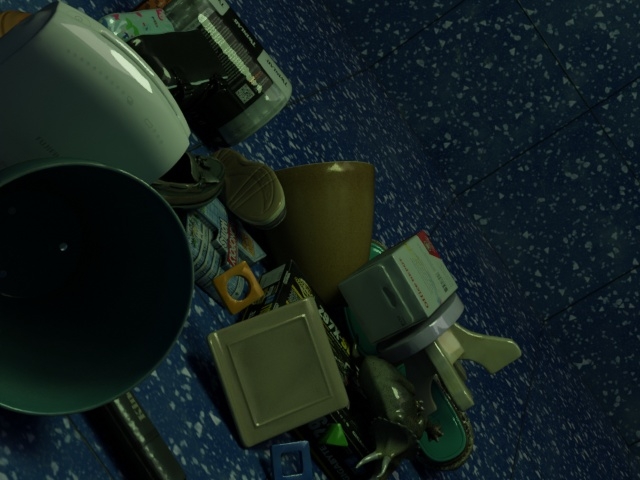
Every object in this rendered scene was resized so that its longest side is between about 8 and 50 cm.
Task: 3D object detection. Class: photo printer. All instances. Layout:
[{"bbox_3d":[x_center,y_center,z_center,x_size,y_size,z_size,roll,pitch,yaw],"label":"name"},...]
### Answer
[{"bbox_3d":[-0.334,-0.129,1.446,0.256,0.307,0.107,46,21,-29],"label":"photo printer"}]

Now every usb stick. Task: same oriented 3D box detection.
[{"bbox_3d":[-0.260,0.206,1.484,0.278,0.045,0.077,57,20,2],"label":"usb stick"}]

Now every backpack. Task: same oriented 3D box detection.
[{"bbox_3d":[-0.299,-0.222,1.765,0.191,0.253,0.225,53,30,5],"label":"backpack"}]

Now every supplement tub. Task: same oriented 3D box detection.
[{"bbox_3d":[-0.217,-0.350,2.254,0.316,0.194,0.193,51,20,-18],"label":"supplement tub"}]

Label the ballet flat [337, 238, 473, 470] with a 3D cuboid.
[{"bbox_3d":[0.156,0.232,2.330,0.182,0.164,0.482,77,-12,-81],"label":"ballet flat"}]

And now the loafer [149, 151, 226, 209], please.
[{"bbox_3d":[-0.230,-0.102,1.881,0.096,0.084,0.267,39,31,17],"label":"loafer"}]

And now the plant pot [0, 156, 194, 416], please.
[{"bbox_3d":[-0.315,0.029,1.352,0.290,0.290,0.195,44,-6,-32],"label":"plant pot"}]

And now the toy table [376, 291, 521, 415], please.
[{"bbox_3d":[0.213,0.209,2.115,0.161,0.252,0.274,55,19,-4],"label":"toy table"}]

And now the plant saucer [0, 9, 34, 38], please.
[{"bbox_3d":[-0.435,-0.286,1.864,0.200,0.037,0.200,47,21,-24],"label":"plant saucer"}]

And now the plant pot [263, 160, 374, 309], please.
[{"bbox_3d":[0.000,0.000,2.197,0.237,0.237,0.254,10,71,-64],"label":"plant pot"}]

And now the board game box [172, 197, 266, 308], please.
[{"bbox_3d":[-0.171,0.013,1.986,0.194,0.060,0.194,43,23,-31],"label":"board game box"}]

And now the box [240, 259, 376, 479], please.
[{"bbox_3d":[-0.007,0.223,1.984,0.322,0.079,0.257,54,19,-17],"label":"box"}]

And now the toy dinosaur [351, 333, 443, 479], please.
[{"bbox_3d":[0.118,0.265,1.945,0.160,0.121,0.313,56,20,-53],"label":"toy dinosaur"}]

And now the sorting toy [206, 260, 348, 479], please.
[{"bbox_3d":[-0.068,0.197,1.793,0.196,0.047,0.347,-19,91,-27],"label":"sorting toy"}]

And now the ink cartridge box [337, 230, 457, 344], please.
[{"bbox_3d":[0.138,0.082,2.080,0.128,0.127,0.176,60,27,-1],"label":"ink cartridge box"}]

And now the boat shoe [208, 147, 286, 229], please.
[{"bbox_3d":[-0.126,-0.081,2.088,0.092,0.103,0.285,53,-11,-35],"label":"boat shoe"}]
